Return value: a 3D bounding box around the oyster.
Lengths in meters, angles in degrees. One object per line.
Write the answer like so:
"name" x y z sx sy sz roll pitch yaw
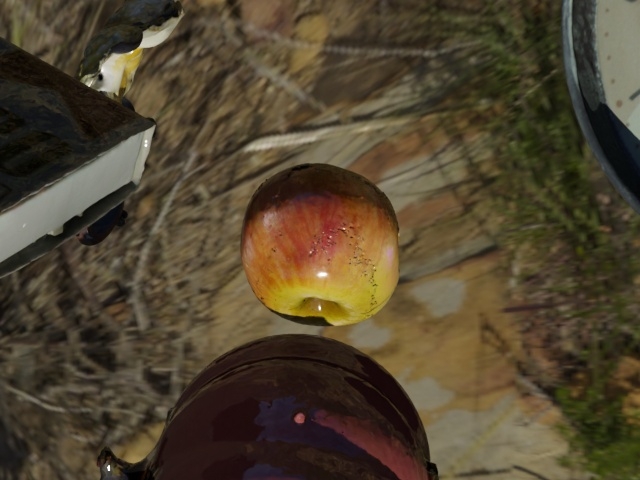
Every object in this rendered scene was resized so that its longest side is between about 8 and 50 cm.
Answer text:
"oyster" -0.117 -0.101 0.953 0.045 0.121 0.146 36 74 -12

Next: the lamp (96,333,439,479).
"lamp" -0.025 0.126 0.667 0.140 0.182 0.182 8 84 -1

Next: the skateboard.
"skateboard" -0.203 -0.069 1.504 0.067 0.080 0.151 -2 57 16

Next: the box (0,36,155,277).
"box" -0.161 -0.054 0.583 0.177 0.115 0.036 29 119 13

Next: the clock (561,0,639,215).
"clock" 0.328 -0.155 1.073 0.076 0.386 0.386 -3 86 -48

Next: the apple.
"apple" 0.000 0.000 1.372 0.146 0.146 0.146 1 86 -12
